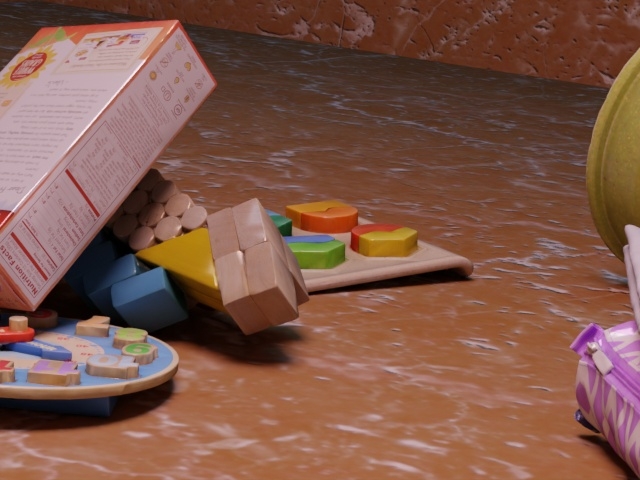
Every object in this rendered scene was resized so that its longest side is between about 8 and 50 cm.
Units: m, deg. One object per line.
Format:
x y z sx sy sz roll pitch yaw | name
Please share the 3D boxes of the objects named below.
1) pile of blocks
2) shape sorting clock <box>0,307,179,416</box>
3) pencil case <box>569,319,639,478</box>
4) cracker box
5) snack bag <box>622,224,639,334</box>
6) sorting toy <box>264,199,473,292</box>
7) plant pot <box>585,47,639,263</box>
-0.151 0.012 1.263 0.362 0.149 0.112 27 -19 38 | pile of blocks
-0.194 0.069 1.072 0.206 0.040 0.206 5 13 -1 | shape sorting clock
0.209 0.104 0.963 0.088 0.086 0.206 46 2 -16 | pencil case
-0.200 -0.057 1.180 0.156 0.067 0.232 4 47 42 | cracker box
0.357 0.076 1.063 0.342 0.037 0.323 20 10 6 | snack bag
0.000 0.000 1.459 0.208 0.038 0.193 -3 15 -34 | sorting toy
0.401 -0.037 1.361 0.276 0.276 0.254 -1 25 -27 | plant pot
